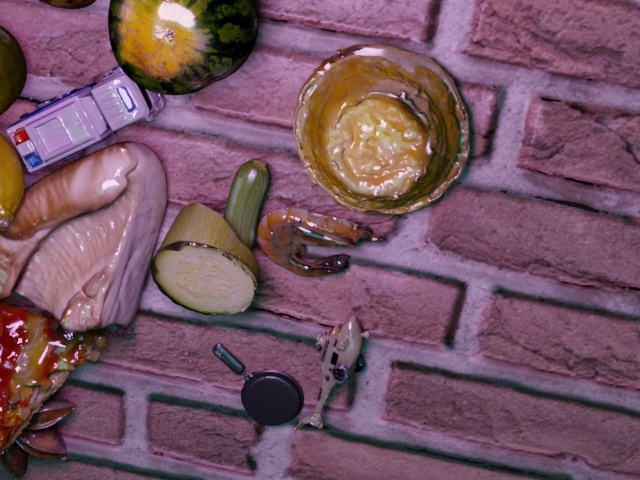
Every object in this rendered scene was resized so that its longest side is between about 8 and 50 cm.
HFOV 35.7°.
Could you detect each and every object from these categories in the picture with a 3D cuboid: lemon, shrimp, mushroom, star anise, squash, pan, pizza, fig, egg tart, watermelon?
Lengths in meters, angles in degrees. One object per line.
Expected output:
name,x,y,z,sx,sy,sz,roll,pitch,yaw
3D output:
lemon,-0.639,-0.113,1.832,0.184,0.184,0.248,-38,74,18
shrimp,-0.005,0.015,1.971,0.254,0.059,0.145,14,114,2
mushroom,-0.478,-0.037,1.953,0.313,0.224,0.398,24,104,13
star anise,-0.684,0.377,2.159,0.315,0.108,0.316,3,106,12
squash,-0.213,0.046,1.950,0.220,0.133,0.220,13,134,13
squash,-0.151,-0.060,1.953,0.077,0.068,0.219,23,114,23
pan,-0.140,0.305,2.108,0.235,0.028,0.136,42,109,-9
pizza,-0.649,0.233,2.046,0.405,0.130,0.440,-20,71,-9
fig,-0.665,-0.343,1.852,0.195,0.195,0.245,-25,113,15
egg tart,0.108,-0.193,1.844,0.345,0.132,0.346,3,111,8
watermelon,-0.247,-0.386,1.755,0.268,0.269,0.269,2,110,6

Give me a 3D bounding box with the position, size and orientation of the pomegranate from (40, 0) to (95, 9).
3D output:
pomegranate,-0.446,-0.532,1.771,0.202,0.202,0.248,28,80,-4

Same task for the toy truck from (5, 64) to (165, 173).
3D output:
toy truck,-0.441,-0.234,1.881,0.267,0.155,0.124,-23,105,14

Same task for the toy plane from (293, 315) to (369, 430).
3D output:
toy plane,0.020,0.278,2.052,0.108,0.092,0.287,25,112,21
